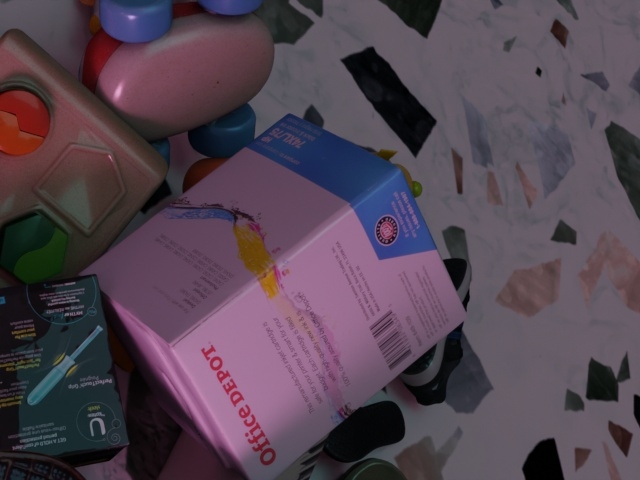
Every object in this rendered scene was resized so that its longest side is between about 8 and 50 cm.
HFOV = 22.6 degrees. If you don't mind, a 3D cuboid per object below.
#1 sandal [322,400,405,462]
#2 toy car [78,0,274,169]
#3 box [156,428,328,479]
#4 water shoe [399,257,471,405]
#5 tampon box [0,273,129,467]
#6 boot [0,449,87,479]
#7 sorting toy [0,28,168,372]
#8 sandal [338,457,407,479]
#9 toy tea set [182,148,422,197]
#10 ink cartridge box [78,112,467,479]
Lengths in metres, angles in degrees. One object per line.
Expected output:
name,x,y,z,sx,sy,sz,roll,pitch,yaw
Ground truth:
sandal,0.035,0.211,1.775,0.179,0.040,0.067,4,73,-58
toy car,-0.189,-0.219,1.688,0.210,0.219,0.238,-21,46,-29
box,-0.065,0.195,1.613,0.094,0.113,0.275,63,39,-35
water shoe,0.136,0.108,1.909,0.203,0.073,0.080,-64,143,-41
tampon box,-0.254,0.127,1.457,0.120,0.101,0.161,-8,76,-20
boot,-0.232,0.241,1.388,0.219,0.106,0.082,28,62,-30
sorting toy,-0.249,-0.023,1.541,0.307,0.041,0.229,42,76,-22
sandal,0.052,0.371,1.667,0.120,0.086,0.303,30,55,-25
toy tea set,0.000,0.000,1.725,0.336,0.124,0.200,1,100,-43
ink cartridge box,-0.044,0.053,1.524,0.270,0.197,0.198,-38,126,-16
